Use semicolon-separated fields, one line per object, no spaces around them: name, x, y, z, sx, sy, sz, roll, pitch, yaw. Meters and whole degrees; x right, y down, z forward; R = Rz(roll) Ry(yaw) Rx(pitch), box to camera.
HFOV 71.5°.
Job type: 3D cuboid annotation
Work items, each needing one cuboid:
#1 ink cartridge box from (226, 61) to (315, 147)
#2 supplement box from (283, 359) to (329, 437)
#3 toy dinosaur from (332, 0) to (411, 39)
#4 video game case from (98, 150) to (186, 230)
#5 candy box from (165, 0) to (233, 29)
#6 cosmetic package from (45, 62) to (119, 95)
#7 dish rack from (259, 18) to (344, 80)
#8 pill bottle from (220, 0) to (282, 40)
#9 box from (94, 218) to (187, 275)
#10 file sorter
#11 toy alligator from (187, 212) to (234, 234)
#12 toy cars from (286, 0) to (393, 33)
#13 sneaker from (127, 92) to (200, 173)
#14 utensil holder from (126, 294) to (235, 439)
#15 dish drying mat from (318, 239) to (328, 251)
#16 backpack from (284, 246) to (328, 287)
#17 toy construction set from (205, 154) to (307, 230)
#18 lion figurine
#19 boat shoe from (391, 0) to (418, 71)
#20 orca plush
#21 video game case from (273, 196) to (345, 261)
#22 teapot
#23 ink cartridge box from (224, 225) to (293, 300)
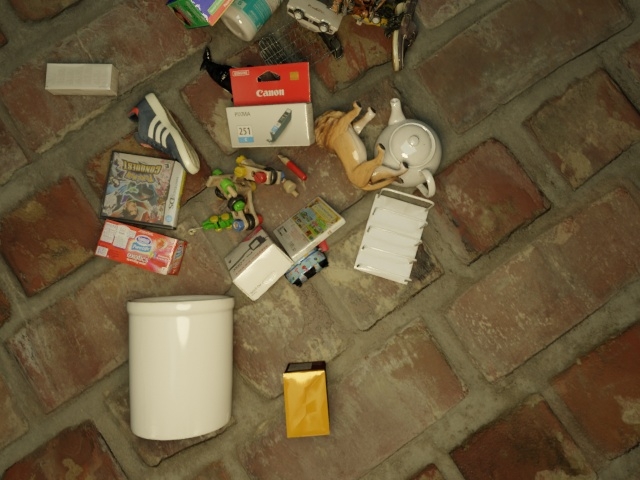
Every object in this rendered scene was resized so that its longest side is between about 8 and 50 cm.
ink cartridge box;-0.175;-0.451;1.496;0.296;0.066;0.261;2;112;18
supplement box;-0.041;0.501;1.428;0.129;0.194;0.191;-5;85;1
toy dinosaur;0.194;-0.826;1.486;0.322;0.164;0.218;-44;71;-2
video game case;-0.630;-0.178;1.584;0.275;0.035;0.248;9;85;2
candy box;-0.367;-0.863;1.505;0.268;0.317;0.122;-50;125;-3
cosmetic package;-0.864;-0.583;1.614;0.239;0.060;0.098;2;83;2
dish rack;-0.075;-0.695;1.605;0.272;0.074;0.208;-33;84;0
pill bottle;-0.228;-0.859;1.584;0.146;0.146;0.264;37;86;4
box;-0.607;0.027;1.520;0.257;0.122;0.128;15;86;2
file sorter;0.245;-0.012;1.482;0.193;0.173;0.277;17;86;3
toy alligator;-0.373;-0.064;1.562;0.190;0.056;0.051;-13;45;0
toy cars;0.067;-0.795;1.560;0.394;0.087;0.176;-18;79;-21
sneaker;-0.554;-0.344;1.551;0.148;0.131;0.350;-35;71;-1
utensil holder;-0.430;0.372;1.391;0.328;0.327;0.385;-2;87;1
dish drying mat;0.000;0.000;1.568;0.032;0.008;0.083;-22;84;-2
backpack;-0.058;0.075;1.479;0.158;0.173;0.117;-36;85;-1
toy construction set;-0.237;-0.210;1.505;0.309;0.257;0.237;-32;64;-28
lion figurine;0.111;-0.292;1.469;0.240;0.142;0.392;-38;66;38
boat shoe;0.302;-0.744;1.585;0.092;0.103;0.285;4;79;6
orca plush;-0.308;-0.597;1.582;0.287;0.102;0.151;43;87;5
video game case;-0.044;-0.044;1.481;0.206;0.227;0.026;-38;121;-2
teapot;0.303;-0.302;1.500;0.256;0.187;0.252;24;86;2
ink cartridge box;-0.206;0.067;1.444;0.172;0.237;0.100;-44;114;-3
